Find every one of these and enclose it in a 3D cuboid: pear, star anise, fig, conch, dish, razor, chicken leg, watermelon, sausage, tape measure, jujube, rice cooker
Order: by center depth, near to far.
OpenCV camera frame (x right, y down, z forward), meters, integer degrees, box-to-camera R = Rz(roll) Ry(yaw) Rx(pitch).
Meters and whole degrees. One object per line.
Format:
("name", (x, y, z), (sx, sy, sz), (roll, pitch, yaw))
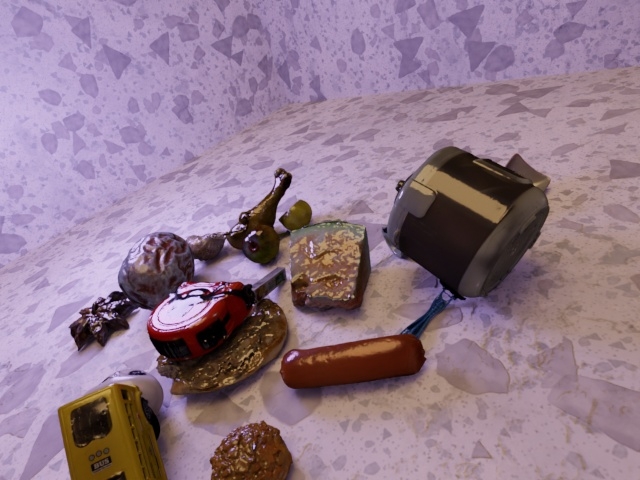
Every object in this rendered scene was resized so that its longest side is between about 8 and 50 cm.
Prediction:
("sausage", (0.064, 0.282, 0.931), (0.349, 0.097, 0.094), (-13, -11, 15))
("razor", (0.260, 0.201, 1.014), (0.253, 0.042, 0.082), (-38, 68, -26))
("rice cooker", (0.360, -0.058, 1.035), (0.335, 0.335, 0.325), (-35, 56, -24))
("tape measure", (-0.345, 0.213, 1.127), (0.254, 0.113, 0.260), (-3, 30, 26))
("watermelon", (0.017, 0.099, 1.242), (0.265, 0.151, 0.301), (-6, 51, 18))
("dish", (0.645, -0.175, 1.320), (0.151, 0.077, 0.212), (41, 53, 5))
("jujube", (-0.575, 0.110, 1.439), (0.216, 0.246, 0.307), (-30, 41, 18))
("star anise", (-0.793, 0.271, 1.453), (0.224, 0.108, 0.235), (-18, 32, 12))
("fig", (-0.196, -0.002, 1.543), (0.150, 0.149, 0.245), (-5, 11, 24))
("chicken leg", (-0.223, -0.102, 1.621), (0.140, 0.211, 0.361), (41, 82, 11))
("pear", (-0.093, -0.092, 1.625), (0.141, 0.104, 0.141), (-38, 3, 3))
("conch", (-0.457, 0.006, 1.643), (0.207, 0.130, 0.155), (-30, 23, 20))

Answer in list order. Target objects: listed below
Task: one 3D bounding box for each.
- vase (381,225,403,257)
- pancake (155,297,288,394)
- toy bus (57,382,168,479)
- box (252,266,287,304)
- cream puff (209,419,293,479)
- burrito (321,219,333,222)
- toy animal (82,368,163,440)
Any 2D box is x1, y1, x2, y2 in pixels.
("vase", (0.379, -0.081, 1.301), (0.361, 0.165, 0.165), (-30, 32, -8))
("pancake", (-0.288, 0.290, 1.153), (0.383, 0.071, 0.382), (-13, 27, 7))
("toy bus", (-0.374, 0.446, 0.747), (0.145, 0.151, 0.330), (-22, 67, -17))
("box", (-0.168, 0.140, 1.287), (0.041, 0.049, 0.207), (-2, 15, 22))
("cream puff", (-0.141, 0.434, 0.795), (0.150, 0.115, 0.165), (0, 35, 24))
("burrito", (0.000, 0.000, 1.466), (0.087, 0.060, 0.226), (-5, 33, 32))
("toy animal", (-0.478, 0.415, 0.972), (0.188, 0.165, 0.235), (-9, 28, -12))
